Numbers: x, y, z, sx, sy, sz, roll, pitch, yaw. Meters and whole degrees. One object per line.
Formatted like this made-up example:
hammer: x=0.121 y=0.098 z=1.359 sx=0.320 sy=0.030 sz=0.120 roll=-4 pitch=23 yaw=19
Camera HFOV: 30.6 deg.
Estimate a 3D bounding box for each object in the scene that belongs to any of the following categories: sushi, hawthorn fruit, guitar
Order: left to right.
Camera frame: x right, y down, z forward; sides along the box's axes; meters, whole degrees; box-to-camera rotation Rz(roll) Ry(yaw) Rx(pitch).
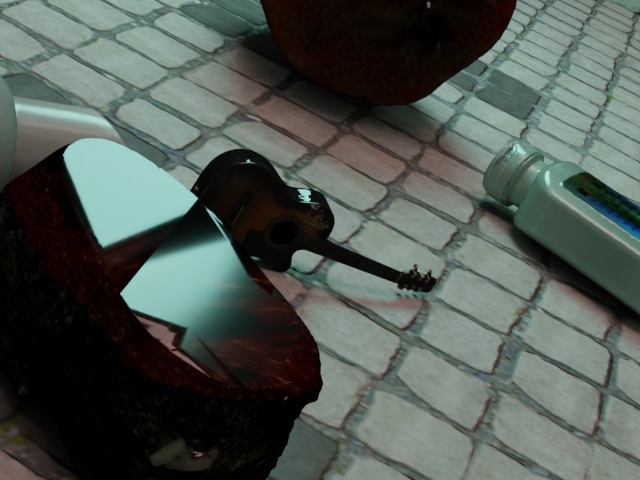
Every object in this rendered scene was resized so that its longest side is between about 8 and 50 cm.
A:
sushi: x=-0.107 y=0.051 z=0.676 sx=0.136 sy=0.126 sz=0.225 roll=-6 pitch=45 yaw=-49
guitar: x=0.000 y=0.000 z=0.925 sx=0.233 sy=0.088 sz=0.025 roll=21 pitch=26 yaw=-30
hawthorn fruit: x=0.062 y=-0.316 z=1.318 sx=0.284 sy=0.285 sz=0.369 roll=16 pitch=24 yaw=-18

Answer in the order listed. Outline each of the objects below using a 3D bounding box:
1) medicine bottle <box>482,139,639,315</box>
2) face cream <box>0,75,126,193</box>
medicine bottle: x=0.268 y=-0.015 z=1.164 sx=0.229 sy=0.083 sz=0.121 roll=39 pitch=28 yaw=23
face cream: x=-0.284 y=-0.067 z=0.712 sx=0.369 sy=0.145 sz=0.145 roll=8 pitch=31 yaw=-35
